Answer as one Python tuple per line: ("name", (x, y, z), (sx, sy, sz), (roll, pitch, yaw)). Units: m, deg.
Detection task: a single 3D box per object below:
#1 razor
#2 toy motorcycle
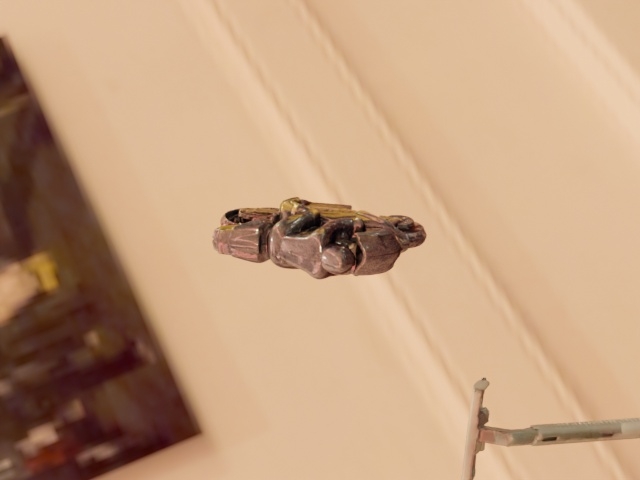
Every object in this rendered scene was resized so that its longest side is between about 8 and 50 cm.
("razor", (0.220, 0.158, 1.535), (0.036, 0.211, 0.084), (-133, 45, -66))
("toy motorcycle", (0.000, 0.000, 1.664), (0.124, 0.193, 0.061), (-84, -2, -71))
